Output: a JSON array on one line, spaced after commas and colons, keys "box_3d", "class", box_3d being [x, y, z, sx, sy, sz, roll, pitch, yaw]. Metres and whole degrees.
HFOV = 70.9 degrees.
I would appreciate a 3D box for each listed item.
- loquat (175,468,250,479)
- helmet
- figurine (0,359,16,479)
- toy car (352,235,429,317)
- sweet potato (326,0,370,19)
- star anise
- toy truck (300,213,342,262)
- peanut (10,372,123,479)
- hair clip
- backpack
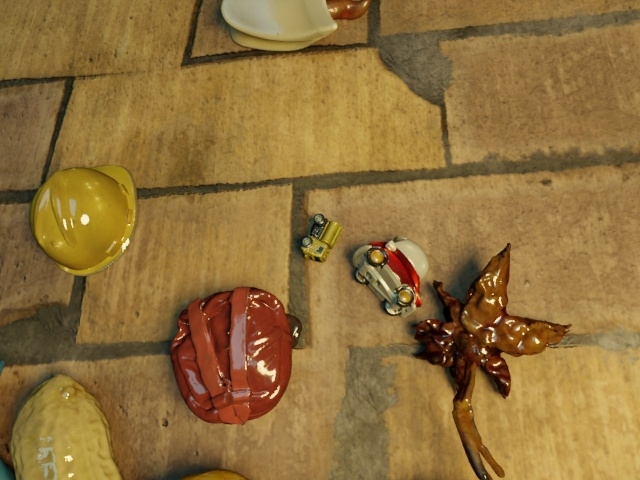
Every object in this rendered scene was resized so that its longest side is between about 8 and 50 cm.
[{"box_3d": [-0.178, 0.429, 0.621, 0.246, 0.213, 0.213, 8, 71, 9], "class": "loquat"}, {"box_3d": [-0.491, -0.066, 0.897, 0.205, 0.140, 0.256, -3, 72, 8], "class": "helmet"}, {"box_3d": [-0.691, 0.299, 0.764, 0.417, 0.242, 0.298, 17, 30, 12], "class": "figurine"}, {"box_3d": [0.135, 0.051, 0.771, 0.112, 0.112, 0.139, -34, 77, -21], "class": "toy car"}, {"box_3d": [0.013, -0.521, 1.025, 0.203, 0.055, 0.058, -2, 60, 10], "class": "sweet potato"}, {"box_3d": [0.250, 0.174, 0.675, 0.238, 0.148, 0.346, 9, 61, 15], "class": "star anise"}, {"box_3d": [0.000, 0.000, 0.834, 0.054, 0.049, 0.083, 24, 74, 16], "class": "toy truck"}, {"box_3d": [-0.402, 0.365, 0.715, 0.152, 0.152, 0.313, -30, 68, -2], "class": "peanut"}, {"box_3d": [-0.094, -0.507, 0.993, 0.282, 0.113, 0.172, -4, 93, 15], "class": "hair clip"}, {"box_3d": [-0.141, 0.189, 0.736, 0.230, 0.139, 0.229, -4, 68, 9], "class": "backpack"}]
